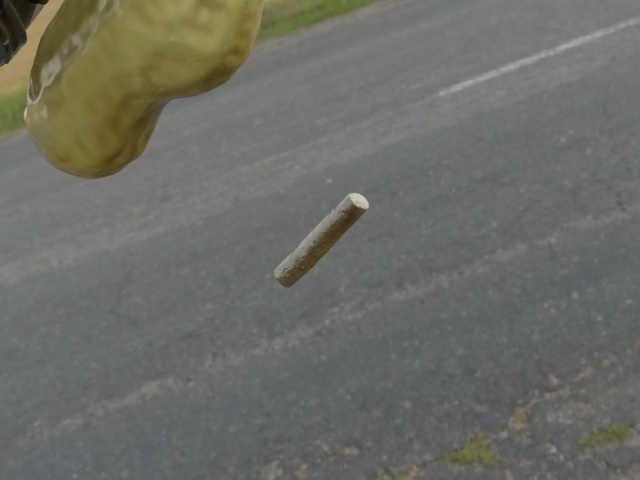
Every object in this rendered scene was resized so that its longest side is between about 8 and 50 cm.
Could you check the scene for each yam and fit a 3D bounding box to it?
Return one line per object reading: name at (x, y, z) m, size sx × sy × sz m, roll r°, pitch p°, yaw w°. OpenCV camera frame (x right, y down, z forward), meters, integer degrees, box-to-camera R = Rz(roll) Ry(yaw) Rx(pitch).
yam at (0.000, 0.000, 1.030) m, size 0.145 × 0.032 × 0.032 m, roll -45°, pitch 6°, yaw 33°

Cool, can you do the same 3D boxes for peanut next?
peanut at (-0.138, -0.167, 0.760) m, size 0.319 × 0.147 × 0.147 m, roll -49°, pitch 7°, yaw 30°

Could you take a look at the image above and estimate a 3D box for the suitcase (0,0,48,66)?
suitcase at (-0.425, -0.277, 0.747) m, size 0.339 × 0.351 × 0.194 m, roll 25°, pitch 69°, yaw 14°
